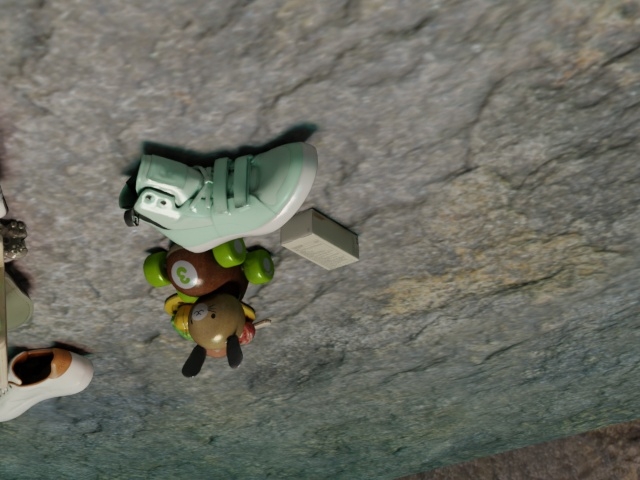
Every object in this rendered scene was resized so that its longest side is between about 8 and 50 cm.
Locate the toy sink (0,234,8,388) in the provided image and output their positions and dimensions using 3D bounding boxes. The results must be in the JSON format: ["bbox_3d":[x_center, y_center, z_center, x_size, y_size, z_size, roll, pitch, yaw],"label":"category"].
[{"bbox_3d":[-0.491,0.105,1.130,0.153,0.131,0.234,-1,148,-20],"label":"toy sink"}]

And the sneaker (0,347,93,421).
[{"bbox_3d":[-0.592,0.267,1.677,0.290,0.105,0.123,-23,142,18],"label":"sneaker"}]

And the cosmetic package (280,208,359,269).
[{"bbox_3d":[0.000,0.000,1.229,0.060,0.041,0.115,-18,150,30],"label":"cosmetic package"}]

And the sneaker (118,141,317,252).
[{"bbox_3d":[-0.132,-0.064,1.028,0.256,0.094,0.151,-25,143,36],"label":"sneaker"}]

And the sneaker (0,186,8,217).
[{"bbox_3d":[-0.431,-0.067,0.959,0.132,0.086,0.228,-21,160,-19],"label":"sneaker"}]

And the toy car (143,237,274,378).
[{"bbox_3d":[-0.162,0.103,1.258,0.155,0.188,0.149,-16,151,25],"label":"toy car"}]

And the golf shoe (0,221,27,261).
[{"bbox_3d":[-0.493,0.001,1.167,0.176,0.069,0.086,17,154,-32],"label":"golf shoe"}]

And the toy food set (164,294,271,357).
[{"bbox_3d":[-0.180,0.157,1.503,0.128,0.071,0.218,-16,151,25],"label":"toy food set"}]

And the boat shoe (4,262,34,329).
[{"bbox_3d":[-0.496,0.076,1.318,0.081,0.068,0.227,-25,161,-19],"label":"boat shoe"}]
